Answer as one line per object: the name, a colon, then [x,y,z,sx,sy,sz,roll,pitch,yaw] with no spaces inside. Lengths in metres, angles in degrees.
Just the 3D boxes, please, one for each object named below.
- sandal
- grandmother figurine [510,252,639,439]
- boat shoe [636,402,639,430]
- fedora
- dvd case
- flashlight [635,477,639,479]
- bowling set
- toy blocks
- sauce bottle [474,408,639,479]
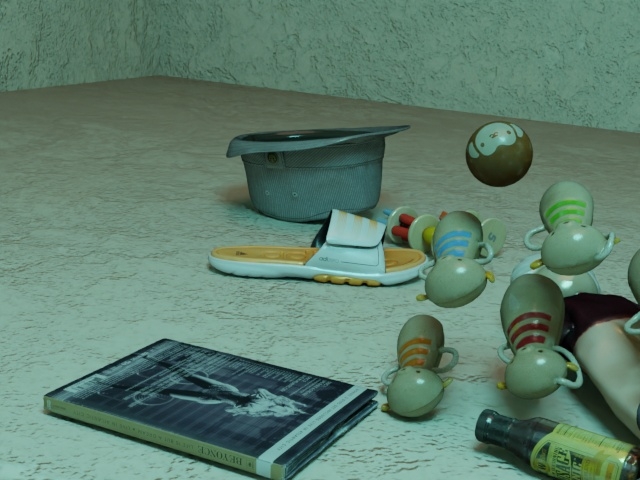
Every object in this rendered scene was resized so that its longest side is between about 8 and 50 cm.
sandal: [0.000,0.003,1.201,0.265,0.076,0.102,2,16,-5]
grandmother figurine: [0.269,0.091,0.898,0.208,0.104,0.342,8,16,-18]
boat shoe: [0.284,0.142,0.580,0.103,0.092,0.285,-38,11,-16]
fedora: [-0.003,-0.098,1.477,0.275,0.124,0.244,0,11,22]
dvd case: [-0.085,0.131,0.826,0.221,0.018,0.164,10,15,26]
flashlight: [0.223,0.214,0.453,0.103,0.103,0.304,4,10,-18]
bowling set: [0.148,0.021,0.801,0.287,0.200,0.154,-21,21,19]
toy blocks: [0.155,-0.018,1.351,0.123,0.054,0.148,-7,18,-30]
sauce bottle: [0.176,0.156,0.747,0.128,0.042,0.042,11,17,35]
